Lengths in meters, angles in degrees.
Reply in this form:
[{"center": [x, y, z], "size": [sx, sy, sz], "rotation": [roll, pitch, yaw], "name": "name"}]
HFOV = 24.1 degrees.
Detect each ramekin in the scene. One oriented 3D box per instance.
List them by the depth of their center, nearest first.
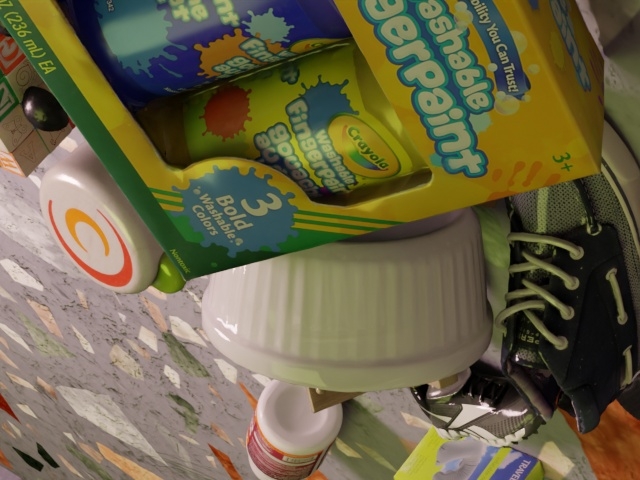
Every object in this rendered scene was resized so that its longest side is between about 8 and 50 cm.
[{"center": [0.026, 0.021, 1.367], "size": [0.273, 0.273, 0.127], "rotation": [19, 118, 37], "name": "ramekin"}]

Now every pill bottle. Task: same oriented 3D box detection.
[{"center": [-0.043, 0.278, 2.155], "size": [0.121, 0.121, 0.221], "rotation": [36, 155, 7], "name": "pill bottle"}]

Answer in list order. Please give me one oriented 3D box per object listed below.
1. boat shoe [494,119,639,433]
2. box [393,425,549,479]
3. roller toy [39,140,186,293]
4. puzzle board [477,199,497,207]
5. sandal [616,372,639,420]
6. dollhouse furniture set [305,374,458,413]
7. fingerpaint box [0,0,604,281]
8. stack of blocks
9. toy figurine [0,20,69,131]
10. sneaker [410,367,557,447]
[{"center": [0.214, 0.027, 1.340], "size": [0.127, 0.158, 0.340], "rotation": [12, 144, 44], "name": "boat shoe"}, {"center": [0.194, 0.301, 1.878], "size": [0.178, 0.109, 0.042], "rotation": [19, 146, 37], "name": "box"}, {"center": [-0.239, -0.047, 1.861], "size": [0.191, 0.146, 0.209], "rotation": [12, 133, 42], "name": "roller toy"}, {"center": [0.127, -0.079, 1.417], "size": [0.096, 0.011, 0.128], "rotation": [11, 146, 5], "name": "puzzle board"}, {"center": [0.346, 0.152, 1.518], "size": [0.067, 0.040, 0.179], "rotation": [45, 170, 2], "name": "sandal"}, {"center": [0.059, 0.126, 1.706], "size": [0.151, 0.123, 0.144], "rotation": [17, 123, 63], "name": "dollhouse furniture set"}, {"center": [-0.038, -0.208, 1.113], "size": [0.371, 0.163, 0.445], "rotation": [-14, 127, 24], "name": "fingerpaint box"}, {"center": [-0.362, -0.237, 1.688], "size": [0.087, 0.171, 0.297], "rotation": [22, 149, 34], "name": "stack of blocks"}, {"center": [-0.238, -0.200, 1.602], "size": [0.213, 0.148, 0.209], "rotation": [25, 151, 30], "name": "toy figurine"}, {"center": [0.177, 0.182, 1.743], "size": [0.106, 0.078, 0.234], "rotation": [45, 157, -16], "name": "sneaker"}]
